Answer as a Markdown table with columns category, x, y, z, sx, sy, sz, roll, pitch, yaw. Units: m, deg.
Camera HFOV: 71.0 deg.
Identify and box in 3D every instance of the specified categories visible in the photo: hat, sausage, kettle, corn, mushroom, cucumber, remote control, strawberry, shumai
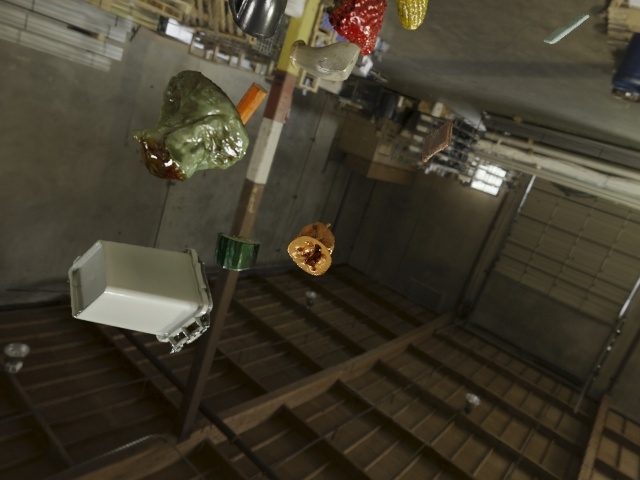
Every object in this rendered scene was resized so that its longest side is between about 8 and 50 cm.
| category | x | y | z | sx | sy | sz | roll | pitch | yaw |
| --- | --- | --- | --- | --- | --- | --- | --- | --- | --- |
| hat | 0.000 | 0.000 | 2.119 | 0.233 | 0.244 | 0.233 | -2 | -139 | 36 |
| sausage | -0.399 | -0.663 | 2.309 | 0.093 | 0.312 | 0.093 | 36 | -158 | -18 |
| kettle | -0.252 | -1.006 | 1.833 | 0.268 | 0.290 | 0.207 | -20 | -101 | -32 |
| corn | 0.250 | -0.712 | 1.220 | 0.102 | 0.102 | 0.313 | 26 | 163 | 27 |
| mushroom | 0.013 | -0.531 | 1.326 | 0.247 | 0.096 | 0.108 | 22 | 156 | 35 |
| cucumber | -0.355 | 0.042 | 1.932 | 0.191 | 0.130 | 0.191 | 14 | -165 | -4 |
| remote control | 0.974 | -0.844 | 1.781 | 0.029 | 0.162 | 0.061 | 44 | -160 | -27 |
| strawberry | 0.162 | -0.893 | 1.752 | 0.257 | 0.261 | 0.261 | 26 | -170 | -24 |
| shumai | -0.471 | -0.361 | 1.537 | 0.397 | 0.324 | 0.323 | 31 | -121 | 27 |

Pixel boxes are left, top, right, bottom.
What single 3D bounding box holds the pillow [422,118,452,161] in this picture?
| category | x | y | z | sx | sy | sz | roll | pitch | yaw |
| --- | --- | --- | --- | --- | --- | --- | --- | --- | --- |
| pillow | 0.490 | -0.418 | 1.886 | 0.034 | 0.135 | 0.211 | 12 | 166 | -16 |

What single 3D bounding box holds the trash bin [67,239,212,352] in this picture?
| category | x | y | z | sx | sy | sz | roll | pitch | yaw |
| --- | --- | --- | --- | --- | --- | --- | --- | --- | --- |
| trash bin | -0.539 | 0.165 | 1.369 | 0.367 | 0.256 | 0.296 | 23 | -141 | -52 |
